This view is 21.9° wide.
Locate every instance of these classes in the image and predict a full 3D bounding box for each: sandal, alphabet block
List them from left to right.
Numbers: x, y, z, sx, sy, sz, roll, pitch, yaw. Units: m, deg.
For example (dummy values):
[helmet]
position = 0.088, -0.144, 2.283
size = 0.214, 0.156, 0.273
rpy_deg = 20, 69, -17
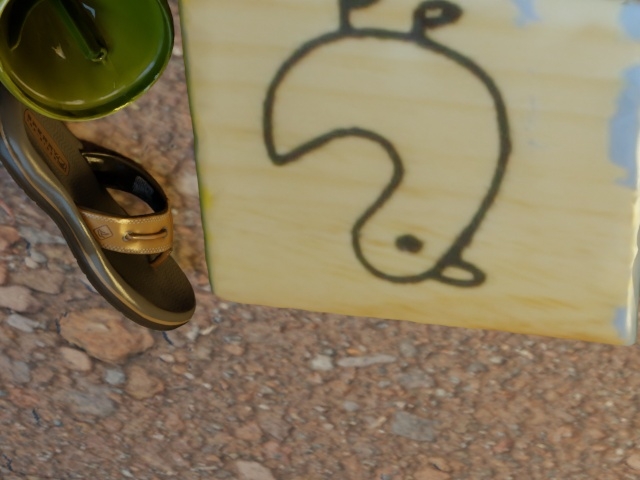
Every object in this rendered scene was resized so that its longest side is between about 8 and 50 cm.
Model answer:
[sandal]
position = -0.130, -0.026, 1.033
size = 0.060, 0.090, 0.219
rpy_deg = -25, 124, 12
[alphabet block]
position = 0.059, -0.088, 0.758
size = 0.197, 0.193, 0.192
rpy_deg = 5, 127, 12

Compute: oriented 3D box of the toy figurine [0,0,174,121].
[toy figurine]
position = -0.187, -0.230, 0.763
size = 0.217, 0.191, 0.362
rpy_deg = 41, 177, 28
